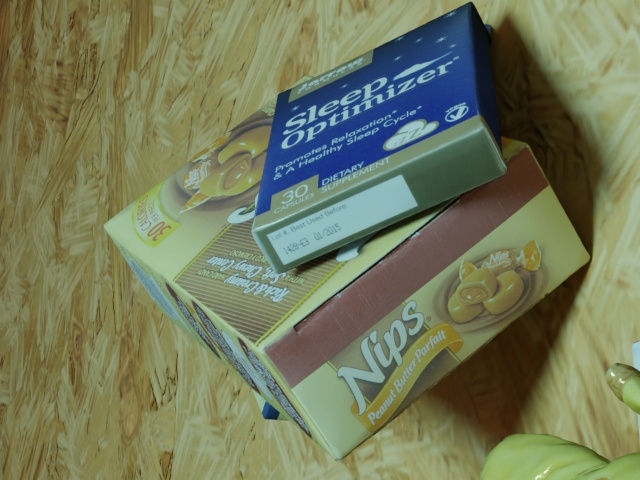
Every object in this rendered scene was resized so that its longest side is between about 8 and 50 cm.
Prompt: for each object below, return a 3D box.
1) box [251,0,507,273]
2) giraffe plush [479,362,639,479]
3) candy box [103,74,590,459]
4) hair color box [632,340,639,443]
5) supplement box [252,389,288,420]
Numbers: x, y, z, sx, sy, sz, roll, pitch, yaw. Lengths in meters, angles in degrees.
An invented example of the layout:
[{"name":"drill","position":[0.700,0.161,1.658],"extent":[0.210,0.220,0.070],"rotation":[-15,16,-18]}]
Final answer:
[{"name":"box","position":[0.035,-0.071,0.945],"extent":[0.136,0.036,0.225],"rotation":[-24,22,15]},{"name":"giraffe plush","position":[0.097,0.174,0.678],"extent":[0.181,0.170,0.210],"rotation":[49,151,15]},{"name":"candy box","position":[0.000,0.000,1.003],"extent":[0.087,0.183,0.316],"rotation":[57,168,-24]},{"name":"hair color box","position":[0.202,0.073,0.695],"extent":[0.167,0.053,0.093],"rotation":[-31,56,59]},{"name":"supplement box","position":[-0.003,0.077,1.111],"extent":[0.083,0.083,0.056],"rotation":[-118,41,-52]}]
